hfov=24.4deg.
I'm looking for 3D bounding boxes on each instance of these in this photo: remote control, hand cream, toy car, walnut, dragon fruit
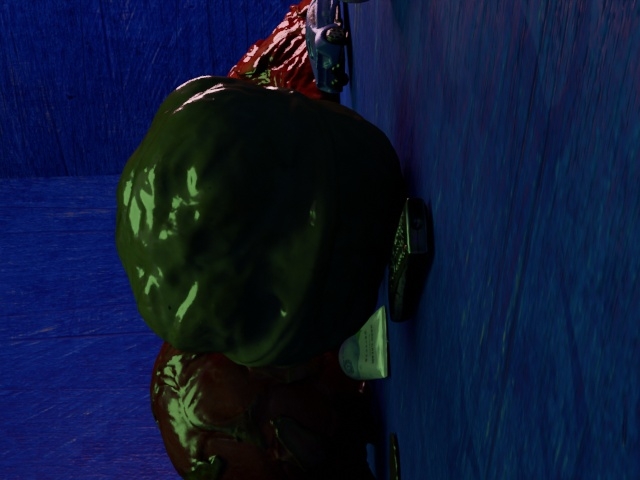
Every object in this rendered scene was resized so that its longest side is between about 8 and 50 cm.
[{"bbox_3d":[0.079,0.022,1.349,0.212,0.028,0.059,97,175,-71],"label":"remote control"},{"bbox_3d":[0.056,0.133,1.775,0.142,0.053,0.084,130,140,-71],"label":"hand cream"},{"bbox_3d":[0.008,-0.315,2.202,0.103,0.063,0.216,90,176,-50],"label":"toy car"},{"bbox_3d":[-0.063,-0.018,1.466,0.253,0.282,0.277,-92,18,-72],"label":"walnut"},{"bbox_3d":[-0.048,-0.270,2.591,0.240,0.302,0.330,17,-94,-60],"label":"dragon fruit"},{"bbox_3d":[-0.073,0.215,1.904,0.277,0.277,0.342,101,150,-78],"label":"dragon fruit"}]

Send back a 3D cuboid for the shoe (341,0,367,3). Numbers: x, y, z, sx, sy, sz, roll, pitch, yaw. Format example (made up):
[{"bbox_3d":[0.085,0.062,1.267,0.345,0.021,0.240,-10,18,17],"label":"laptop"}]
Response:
[{"bbox_3d":[0.027,-0.375,1.513,0.137,0.095,0.245,139,126,-82],"label":"shoe"}]

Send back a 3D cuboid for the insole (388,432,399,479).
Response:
[{"bbox_3d":[0.088,0.380,1.674,0.111,0.007,0.328,-141,48,-84],"label":"insole"}]
